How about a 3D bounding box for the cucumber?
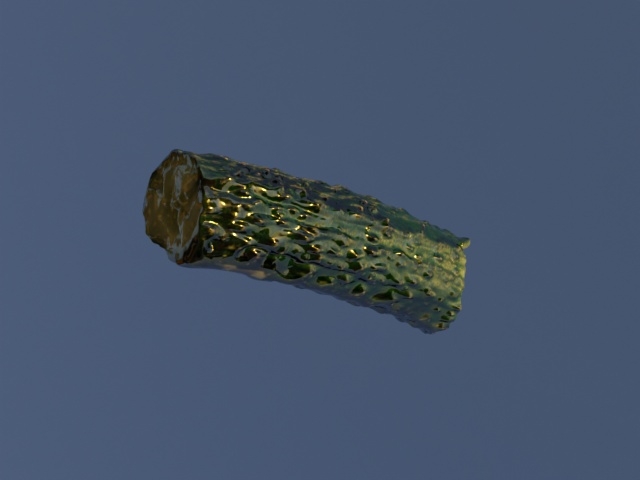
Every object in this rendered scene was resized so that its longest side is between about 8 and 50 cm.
[{"bbox_3d":[0.000,-0.001,0.707,0.058,0.187,0.058,-14,-111,40],"label":"cucumber"}]
